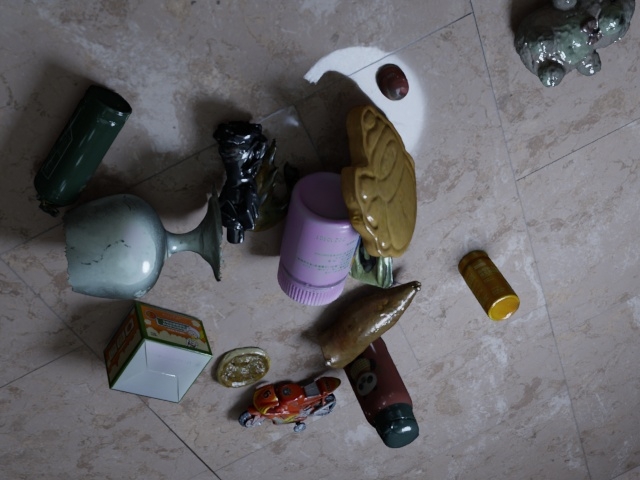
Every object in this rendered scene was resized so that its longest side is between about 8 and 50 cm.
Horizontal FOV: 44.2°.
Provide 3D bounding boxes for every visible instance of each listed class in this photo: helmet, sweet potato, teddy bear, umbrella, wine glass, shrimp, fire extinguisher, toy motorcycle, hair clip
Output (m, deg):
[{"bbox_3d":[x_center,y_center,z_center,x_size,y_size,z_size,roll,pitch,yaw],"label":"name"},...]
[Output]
[{"bbox_3d":[0.163,-0.337,1.721,0.065,0.049,0.084,-31,133,7],"label":"helmet"},{"bbox_3d":[0.129,0.208,2.120,0.337,0.131,0.131,-44,131,17],"label":"sweet potato"},{"bbox_3d":[0.557,-0.460,1.712,0.267,0.151,0.236,-26,127,7],"label":"teddy bear"},{"bbox_3d":[-0.176,-0.119,1.698,0.110,0.122,0.272,-36,137,-57],"label":"umbrella"},{"bbox_3d":[-0.374,0.005,1.670,0.323,0.238,0.238,-5,130,-16],"label":"wine glass"},{"bbox_3d":[-0.104,-0.113,1.796,0.145,0.059,0.254,8,125,-31],"label":"shrimp"},{"bbox_3d":[-0.488,-0.162,1.575,0.095,0.114,0.311,40,110,3],"label":"fire extinguisher"},{"bbox_3d":[-0.089,0.472,2.274,0.298,0.089,0.171,-8,130,-16],"label":"toy motorcycle"},{"bbox_3d":[0.119,-0.024,1.942,0.091,0.138,0.321,-53,147,-38],"label":"hair clip"}]

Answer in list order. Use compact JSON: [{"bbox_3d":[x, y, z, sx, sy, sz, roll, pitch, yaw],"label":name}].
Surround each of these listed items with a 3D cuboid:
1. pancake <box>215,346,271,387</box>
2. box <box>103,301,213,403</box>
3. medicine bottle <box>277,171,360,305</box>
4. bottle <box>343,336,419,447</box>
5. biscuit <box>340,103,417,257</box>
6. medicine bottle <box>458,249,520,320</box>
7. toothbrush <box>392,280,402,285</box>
[{"bbox_3d":[-0.211,0.352,2.165,0.158,0.028,0.158,-13,130,-15],"label":"pancake"},{"bbox_3d":[-0.402,0.275,1.940,0.195,0.148,0.177,21,115,-34],"label":"box"},{"bbox_3d":[0.000,0.000,1.831,0.178,0.178,0.290,-6,139,-18],"label":"medicine bottle"},{"bbox_3d":[0.169,0.413,2.162,0.144,0.336,0.144,-12,132,-14],"label":"bottle"},{"bbox_3d":[0.138,-0.121,1.741,0.057,0.312,0.351,-6,137,28],"label":"biscuit"},{"bbox_3d":[0.454,0.121,2.131,0.096,0.192,0.096,-11,131,-12],"label":"medicine bottle"},{"bbox_3d":[0.234,0.128,2.173,0.097,0.006,0.008,22,130,-35],"label":"toothbrush"}]
